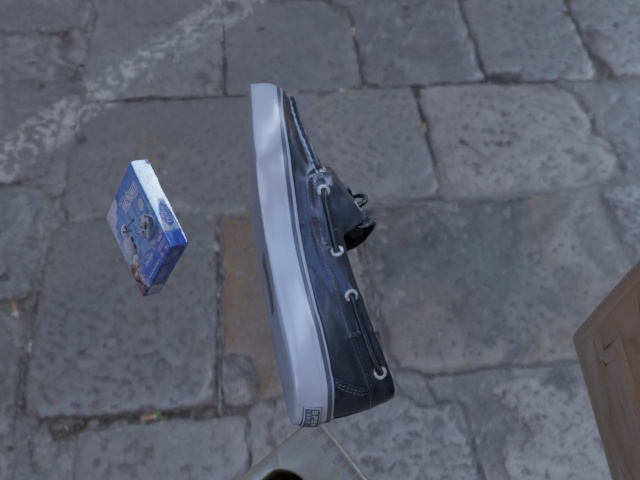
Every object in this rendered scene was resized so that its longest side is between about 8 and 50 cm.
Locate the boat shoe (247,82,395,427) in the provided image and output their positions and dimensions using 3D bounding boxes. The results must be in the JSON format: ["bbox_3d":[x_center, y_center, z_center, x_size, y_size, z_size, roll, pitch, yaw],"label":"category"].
[{"bbox_3d":[0.000,0.000,0.508,0.076,0.080,0.229,-7,64,-11],"label":"boat shoe"}]

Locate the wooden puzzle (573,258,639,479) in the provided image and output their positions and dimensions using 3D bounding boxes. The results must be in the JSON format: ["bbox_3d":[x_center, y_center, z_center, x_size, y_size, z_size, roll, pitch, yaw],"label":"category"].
[{"bbox_3d":[0.247,0.175,0.480,0.080,0.348,0.322,-12,70,7],"label":"wooden puzzle"}]

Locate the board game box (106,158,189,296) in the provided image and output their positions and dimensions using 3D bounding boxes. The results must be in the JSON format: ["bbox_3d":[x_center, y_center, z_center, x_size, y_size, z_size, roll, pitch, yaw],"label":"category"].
[{"bbox_3d":[-0.156,-0.010,0.714,0.020,0.090,0.090,-14,66,-36],"label":"board game box"}]

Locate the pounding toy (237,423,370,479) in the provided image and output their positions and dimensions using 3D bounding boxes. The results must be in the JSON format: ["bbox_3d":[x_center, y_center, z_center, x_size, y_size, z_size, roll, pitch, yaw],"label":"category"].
[{"bbox_3d":[-0.047,0.239,0.593,0.206,0.181,0.094,-39,54,-8],"label":"pounding toy"}]
